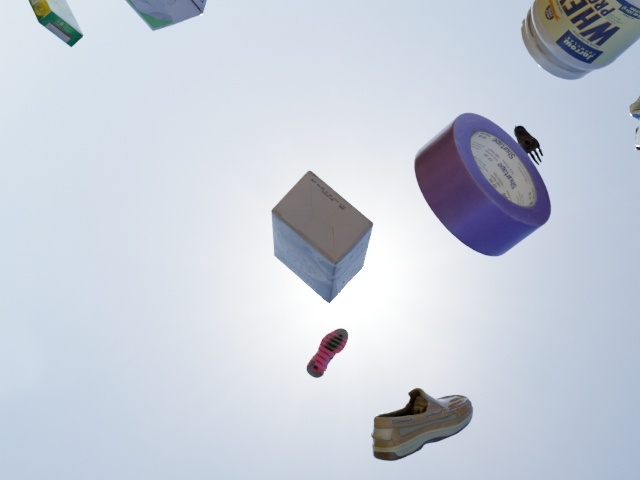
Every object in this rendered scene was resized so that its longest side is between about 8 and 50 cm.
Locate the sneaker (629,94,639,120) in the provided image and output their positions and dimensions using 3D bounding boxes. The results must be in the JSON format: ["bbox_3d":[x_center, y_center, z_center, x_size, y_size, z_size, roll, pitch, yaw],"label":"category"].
[{"bbox_3d":[0.676,-0.304,2.198,0.211,0.081,0.080,-63,-146,34],"label":"sneaker"}]

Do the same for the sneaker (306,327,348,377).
[{"bbox_3d":[0.016,0.214,2.249,0.119,0.047,0.057,-52,176,19],"label":"sneaker"}]

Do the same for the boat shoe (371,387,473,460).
[{"bbox_3d":[0.139,0.231,1.528,0.068,0.072,0.190,-2,-169,41],"label":"boat shoe"}]

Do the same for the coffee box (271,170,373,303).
[{"bbox_3d":[0.000,0.000,2.297,0.119,0.168,0.297,-47,169,-14],"label":"coffee box"}]

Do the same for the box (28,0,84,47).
[{"bbox_3d":[-0.563,-0.490,2.374,0.043,0.105,0.179,-38,-128,12],"label":"box"}]

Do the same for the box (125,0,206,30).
[{"bbox_3d":[-0.301,-0.550,2.027,0.126,0.262,0.231,-11,-129,30],"label":"box"}]

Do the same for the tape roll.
[{"bbox_3d":[0.223,-0.077,1.566,0.080,0.189,0.189,-41,-155,34],"label":"tape roll"}]

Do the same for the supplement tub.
[{"bbox_3d":[0.605,-0.516,2.470,0.325,0.235,0.235,-46,-163,54],"label":"supplement tub"}]

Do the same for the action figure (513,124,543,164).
[{"bbox_3d":[0.353,-0.131,2.330,0.276,0.164,0.141,109,-29,-73],"label":"action figure"}]

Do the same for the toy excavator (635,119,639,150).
[{"bbox_3d":[0.686,-0.323,1.804,0.433,0.222,0.445,-62,164,-81],"label":"toy excavator"}]
